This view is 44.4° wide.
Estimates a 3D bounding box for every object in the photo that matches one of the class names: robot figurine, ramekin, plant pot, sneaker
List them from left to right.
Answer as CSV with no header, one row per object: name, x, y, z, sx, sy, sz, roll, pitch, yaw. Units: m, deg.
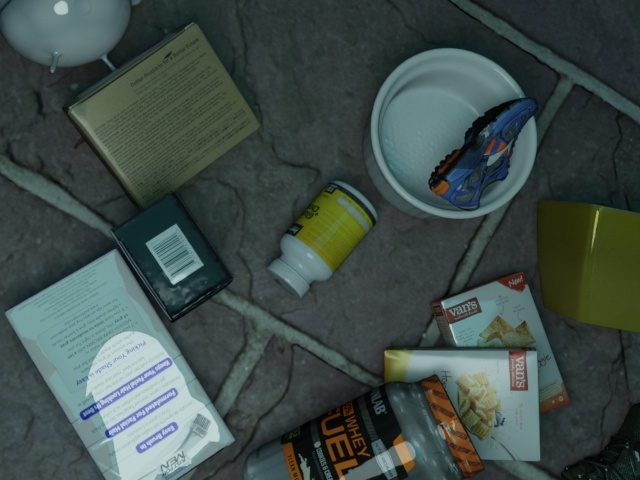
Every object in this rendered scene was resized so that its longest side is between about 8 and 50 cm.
robot figurine,-0.409,-0.415,1.184,0.300,0.199,0.354,-16,85,-41
ramekin,0.202,-0.163,1.301,0.277,0.135,0.277,1,82,-10
sneaker,0.261,-0.135,1.208,0.087,0.083,0.221,45,82,-16
plant pot,0.481,0.045,1.302,0.212,0.212,0.187,11,94,-9
sneaker,0.489,0.369,1.310,0.130,0.087,0.228,24,84,-13

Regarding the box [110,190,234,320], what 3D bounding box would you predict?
box,-0.217,0.031,1.159,0.108,0.207,0.153,-34,89,-13

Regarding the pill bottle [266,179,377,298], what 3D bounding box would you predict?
pill bottle,0.000,0.000,1.257,0.103,0.103,0.184,41,77,-3

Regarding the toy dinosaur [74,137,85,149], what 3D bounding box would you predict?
toy dinosaur,-0.338,-0.176,1.260,0.082,0.047,0.090,23,112,-16

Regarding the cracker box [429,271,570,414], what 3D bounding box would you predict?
cracker box,0.298,0.185,1.308,0.155,0.067,0.232,-19,86,-11

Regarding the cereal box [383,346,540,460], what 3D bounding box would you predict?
cereal box,0.223,0.256,1.240,0.240,0.047,0.173,-2,90,13

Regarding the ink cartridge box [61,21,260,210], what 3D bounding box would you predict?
ink cartridge box,-0.243,-0.191,1.211,0.234,0.088,0.193,-38,114,-13

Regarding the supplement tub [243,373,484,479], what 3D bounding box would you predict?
supplement tub,0.064,0.332,1.144,0.316,0.193,0.194,-28,88,3

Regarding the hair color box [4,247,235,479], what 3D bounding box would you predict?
hair color box,-0.295,0.204,1.173,0.185,0.110,0.339,-31,88,-14
